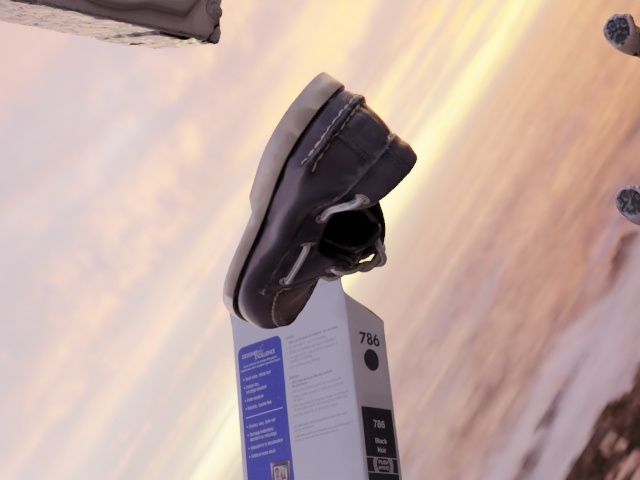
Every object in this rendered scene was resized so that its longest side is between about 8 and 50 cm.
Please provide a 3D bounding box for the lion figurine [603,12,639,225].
[{"bbox_3d":[0.391,-0.112,1.321,0.240,0.142,0.392,-5,-82,-50],"label":"lion figurine"}]

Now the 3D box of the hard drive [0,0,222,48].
[{"bbox_3d":[-0.166,-0.236,0.708,0.339,0.064,0.236,0,-90,-59],"label":"hard drive"}]

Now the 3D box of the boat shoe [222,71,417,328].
[{"bbox_3d":[0.000,0.000,0.666,0.075,0.065,0.206,-53,-10,-29],"label":"boat shoe"}]

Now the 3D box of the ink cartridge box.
[{"bbox_3d":[-0.005,0.187,1.308,0.165,0.065,0.332,-21,68,40],"label":"ink cartridge box"}]
